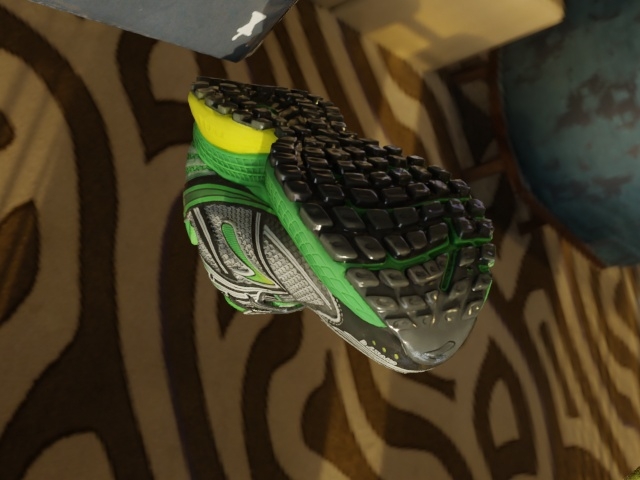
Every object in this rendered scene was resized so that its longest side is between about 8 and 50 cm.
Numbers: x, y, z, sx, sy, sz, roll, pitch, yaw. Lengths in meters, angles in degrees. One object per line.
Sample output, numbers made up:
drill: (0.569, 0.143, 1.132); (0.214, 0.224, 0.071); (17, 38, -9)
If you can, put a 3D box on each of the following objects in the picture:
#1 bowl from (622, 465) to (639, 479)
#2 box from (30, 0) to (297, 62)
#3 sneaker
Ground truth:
bowl: (0.292, 0.182, 0.543); (0.156, 0.289, 0.289); (-37, 107, -31)
box: (-0.206, -0.387, 0.633); (0.472, 0.297, 0.480); (49, 17, 14)
sneaker: (0.000, 0.000, 0.749); (0.134, 0.343, 0.146); (1, 112, -25)
